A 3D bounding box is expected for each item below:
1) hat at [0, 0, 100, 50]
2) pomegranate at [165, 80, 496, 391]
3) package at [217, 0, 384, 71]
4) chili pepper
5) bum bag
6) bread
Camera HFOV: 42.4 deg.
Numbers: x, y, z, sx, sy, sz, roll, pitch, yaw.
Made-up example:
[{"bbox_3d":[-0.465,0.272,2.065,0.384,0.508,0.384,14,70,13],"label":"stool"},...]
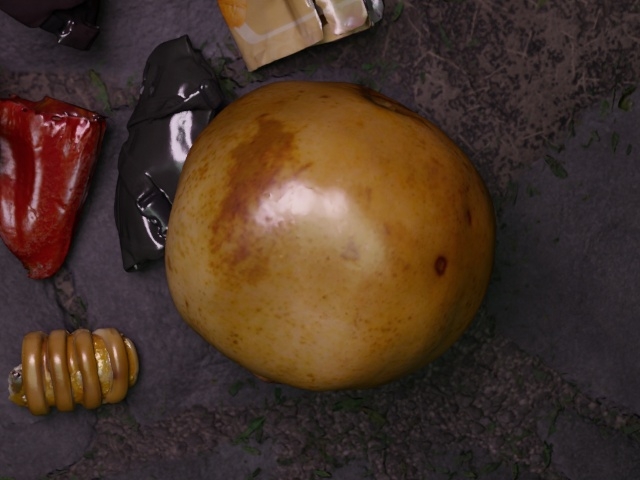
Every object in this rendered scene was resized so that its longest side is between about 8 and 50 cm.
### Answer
[{"bbox_3d":[-0.385,-0.386,0.947,0.336,0.238,0.209,26,99,-4],"label":"hat"},{"bbox_3d":[0.000,0.000,1.011,0.417,0.416,0.416,-2,102,-9],"label":"pomegranate"},{"bbox_3d":[-0.047,-0.393,1.030,0.221,0.165,0.311,-21,104,-4],"label":"package"},{"bbox_3d":[-0.377,-0.069,1.080,0.144,0.136,0.252,3,111,-37],"label":"chili pepper"},{"bbox_3d":[-0.211,-0.110,1.086,0.080,0.142,0.326,5,103,-49],"label":"bum bag"},{"bbox_3d":[-0.343,0.181,1.149,0.177,0.084,0.119,-5,103,-12],"label":"bread"}]
